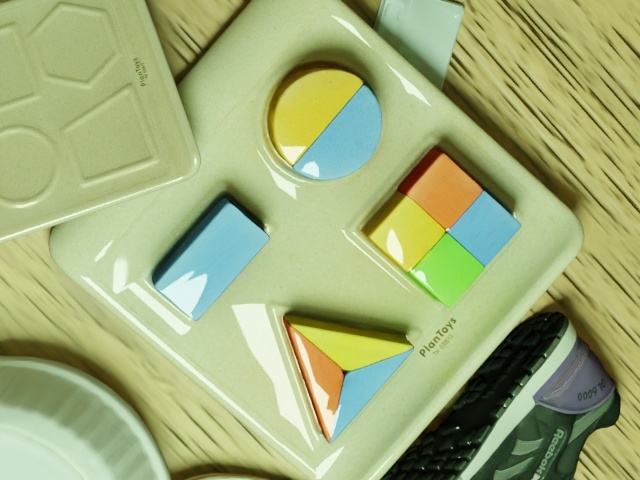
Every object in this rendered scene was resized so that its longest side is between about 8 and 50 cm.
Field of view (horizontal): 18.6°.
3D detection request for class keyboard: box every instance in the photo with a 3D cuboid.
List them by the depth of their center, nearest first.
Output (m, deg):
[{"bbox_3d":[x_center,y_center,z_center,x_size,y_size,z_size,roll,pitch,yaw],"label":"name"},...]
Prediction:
[{"bbox_3d":[0.055,-0.087,1.672,0.072,0.014,0.256,15,94,-15],"label":"keyboard"}]

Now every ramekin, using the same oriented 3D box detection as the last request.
[{"bbox_3d":[-0.256,0.237,1.573,0.273,0.127,0.273,1,97,4],"label":"ramekin"}]

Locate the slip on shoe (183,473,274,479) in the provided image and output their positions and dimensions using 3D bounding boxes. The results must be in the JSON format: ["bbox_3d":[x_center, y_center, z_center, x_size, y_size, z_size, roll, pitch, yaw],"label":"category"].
[{"bbox_3d":[0.007,0.299,1.663,0.331,0.101,0.123,30,93,-9],"label":"slip on shoe"}]

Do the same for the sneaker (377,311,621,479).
[{"bbox_3d":[0.152,0.201,1.652,0.283,0.107,0.124,-46,108,-15],"label":"sneaker"}]

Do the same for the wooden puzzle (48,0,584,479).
[{"bbox_3d":[0.000,0.000,1.623,0.348,0.080,0.322,41,91,-7],"label":"wooden puzzle"}]

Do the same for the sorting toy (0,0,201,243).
[{"bbox_3d":[-0.222,-0.108,1.591,0.208,0.038,0.193,-20,78,-2],"label":"sorting toy"}]
